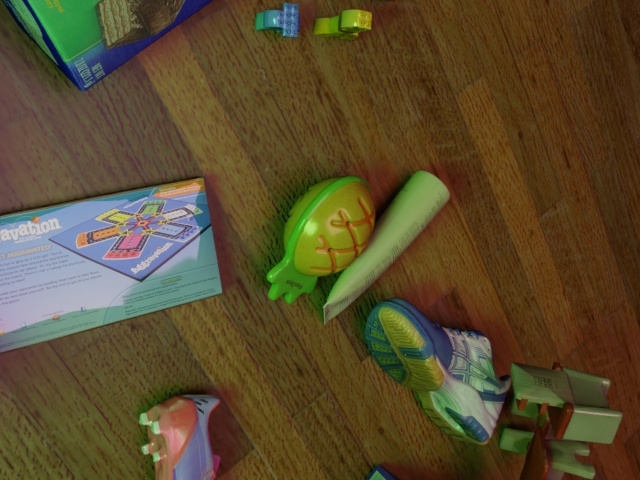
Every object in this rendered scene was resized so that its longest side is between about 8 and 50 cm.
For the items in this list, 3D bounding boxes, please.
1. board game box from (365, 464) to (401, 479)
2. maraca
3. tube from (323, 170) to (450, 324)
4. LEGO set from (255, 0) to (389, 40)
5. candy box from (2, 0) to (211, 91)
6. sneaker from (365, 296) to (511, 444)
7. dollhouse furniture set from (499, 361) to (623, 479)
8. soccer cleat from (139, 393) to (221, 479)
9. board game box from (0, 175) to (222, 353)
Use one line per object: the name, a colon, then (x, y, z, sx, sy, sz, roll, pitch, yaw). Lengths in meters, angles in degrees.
board game box: (0.208, 0.458, 0.911, 0.233, 0.347, 0.078, 42, 83, -27)
maraca: (0.000, 0.000, 0.869, 0.185, 0.099, 0.127, -56, 147, 6)
tube: (0.079, 0.010, 0.930, 0.240, 0.062, 0.070, -50, 125, -14)
LEGO set: (0.010, -0.283, 0.830, 0.227, 0.093, 0.087, -3, 99, -29)
candy box: (-0.156, -0.327, 0.623, 0.317, 0.268, 0.122, -41, 73, -14)
sneaker: (0.173, 0.161, 0.999, 0.131, 0.112, 0.296, -54, 125, -24)
dollhouse furniture set: (0.307, 0.300, 0.976, 0.135, 0.262, 0.259, 9, 118, 4)
soccer cleat: (-0.160, 0.307, 0.843, 0.095, 0.083, 0.247, -7, 99, -32)
board game box: (-0.253, 0.025, 0.773, 0.281, 0.027, 0.145, -14, 105, -26)
